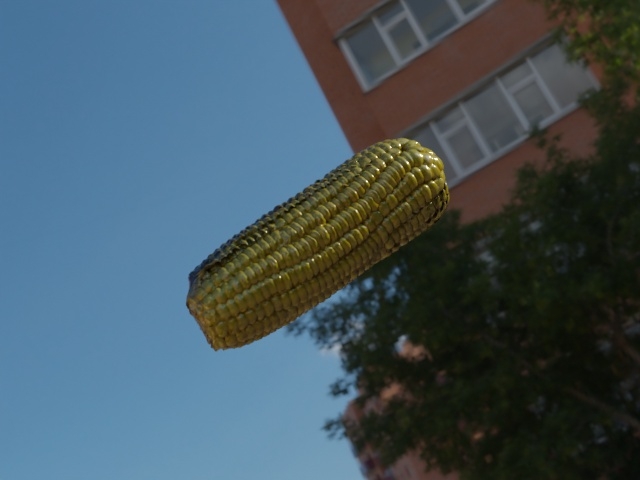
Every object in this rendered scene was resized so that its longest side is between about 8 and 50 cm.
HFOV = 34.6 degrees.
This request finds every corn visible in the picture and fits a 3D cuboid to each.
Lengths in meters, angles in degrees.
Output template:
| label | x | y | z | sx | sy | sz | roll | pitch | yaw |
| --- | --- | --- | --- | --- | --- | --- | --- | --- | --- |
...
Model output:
| label | x | y | z | sx | sy | sz | roll | pitch | yaw |
| --- | --- | --- | --- | --- | --- | --- | --- | --- | --- |
| corn | 0.000 | 0.000 | 0.678 | 0.203 | 0.072 | 0.072 | -35 | -18 | -20 |
